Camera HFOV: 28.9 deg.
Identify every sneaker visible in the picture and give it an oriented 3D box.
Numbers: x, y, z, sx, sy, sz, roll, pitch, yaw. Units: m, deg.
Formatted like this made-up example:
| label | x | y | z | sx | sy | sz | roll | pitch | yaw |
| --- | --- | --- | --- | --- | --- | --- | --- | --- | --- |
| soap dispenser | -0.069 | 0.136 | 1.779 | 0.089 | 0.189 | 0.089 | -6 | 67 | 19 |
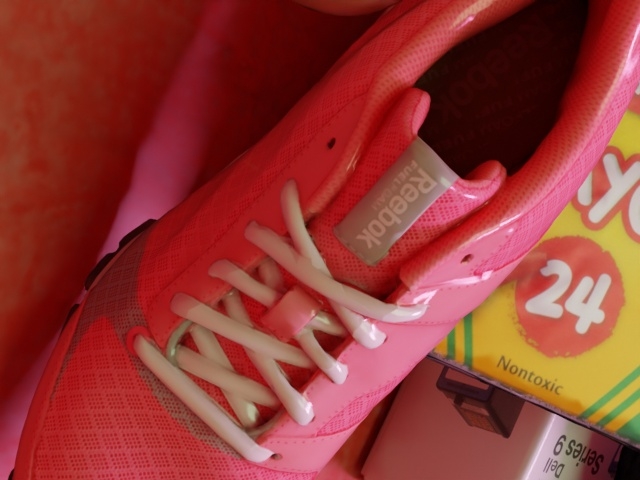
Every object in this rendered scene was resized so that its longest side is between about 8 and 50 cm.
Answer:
| label | x | y | z | sx | sy | sz | roll | pitch | yaw |
| --- | --- | --- | --- | --- | --- | --- | --- | --- | --- |
| sneaker | 0.000 | -0.001 | 0.419 | 0.314 | 0.116 | 0.136 | -50 | -179 | -4 |

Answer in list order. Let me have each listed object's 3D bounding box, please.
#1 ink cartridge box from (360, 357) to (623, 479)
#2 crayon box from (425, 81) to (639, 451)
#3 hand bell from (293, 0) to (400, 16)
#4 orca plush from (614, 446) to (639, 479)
| label | x | y | z | sx | sy | sz | roll | pitch | yaw |
| --- | --- | --- | --- | --- | --- | --- | --- | --- | --- |
| ink cartridge box | 0.133 | 0.068 | 0.682 | 0.154 | 0.093 | 0.212 | 32 | 84 | -51 |
| crayon box | 0.138 | -0.081 | 0.555 | 0.202 | 0.081 | 0.319 | 24 | 86 | -12 |
| hand bell | -0.076 | -0.116 | 0.336 | 0.242 | 0.126 | 0.126 | -15 | 118 | -44 |
| orca plush | 0.169 | 0.199 | 0.678 | 0.287 | 0.102 | 0.151 | 85 | 0 | -47 |
